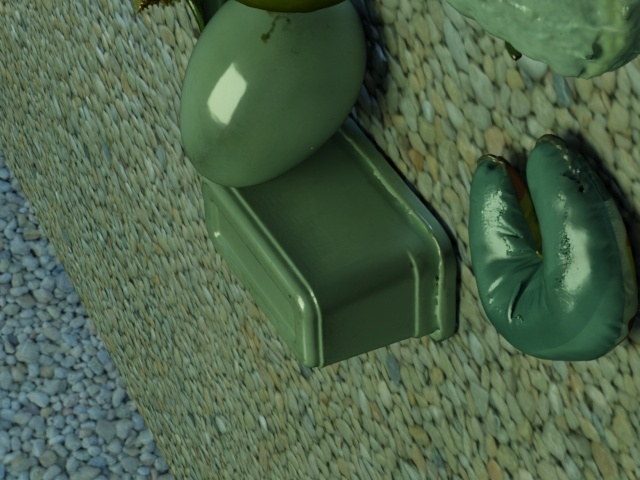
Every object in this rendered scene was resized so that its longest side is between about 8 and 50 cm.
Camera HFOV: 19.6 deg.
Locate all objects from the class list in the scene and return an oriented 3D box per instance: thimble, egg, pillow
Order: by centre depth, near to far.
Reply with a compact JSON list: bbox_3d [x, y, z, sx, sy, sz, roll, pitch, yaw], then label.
[{"bbox_3d":[0.184,-0.248,1.334,0.172,0.204,0.250,107,154,-52],"label":"thimble"},{"bbox_3d":[0.211,0.011,1.722,0.233,0.086,0.214,-22,85,69],"label":"pillow"},{"bbox_3d":[-0.057,-0.171,2.023,0.264,0.183,0.183,-54,53,26],"label":"egg"}]

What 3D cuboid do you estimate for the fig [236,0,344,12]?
[{"bbox_3d":[-0.018,-0.365,1.680,0.258,0.258,0.326,58,143,26],"label":"fig"}]

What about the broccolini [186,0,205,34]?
[{"bbox_3d":[-0.200,-0.362,2.462,0.239,0.054,0.051,63,146,7],"label":"broccolini"}]

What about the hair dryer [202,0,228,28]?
[{"bbox_3d":[-0.116,-0.396,2.140,0.302,0.116,0.244,-122,23,-46],"label":"hair dryer"}]

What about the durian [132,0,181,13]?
[{"bbox_3d":[-0.220,-0.386,2.357,0.182,0.132,0.165,42,136,52],"label":"durian"}]

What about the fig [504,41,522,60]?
[{"bbox_3d":[0.192,-0.188,1.536,0.082,0.098,0.084,113,143,-66],"label":"fig"}]

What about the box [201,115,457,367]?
[{"bbox_3d":[0.000,0.000,2.114,0.312,0.182,0.175,52,155,39],"label":"box"}]
